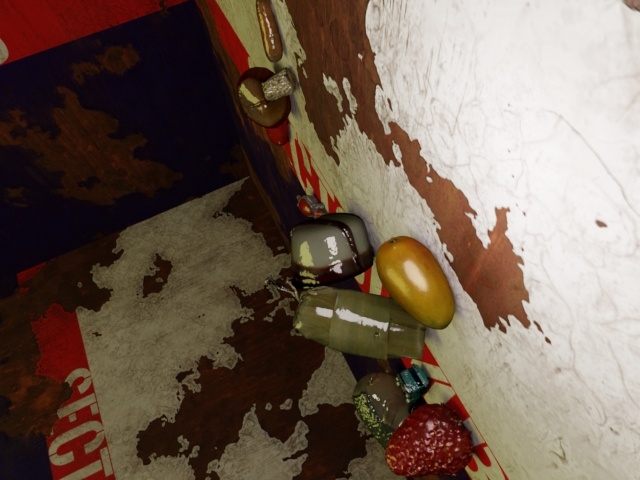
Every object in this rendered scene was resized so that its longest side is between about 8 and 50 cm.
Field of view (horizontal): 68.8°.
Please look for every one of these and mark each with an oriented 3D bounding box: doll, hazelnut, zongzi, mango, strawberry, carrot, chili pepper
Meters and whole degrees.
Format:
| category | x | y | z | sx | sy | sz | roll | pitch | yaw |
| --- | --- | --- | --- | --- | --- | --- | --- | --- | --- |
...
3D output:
| category | x | y | z | sx | sy | sz | roll | pitch | yaw |
| --- | --- | --- | --- | --- | --- | --- | --- | --- | --- |
| doll | -0.039 | -0.136 | 1.920 | 0.227 | 0.075 | 0.102 | 40 | 140 | 48 |
| hazelnut | -0.186 | -0.492 | 1.603 | 0.181 | 0.181 | 0.212 | 0 | 124 | 50 |
| zongzi | 0.057 | 0.223 | 1.370 | 0.418 | 0.447 | 0.181 | 92 | -170 | -83 |
| mango | 0.206 | 0.089 | 1.001 | 0.221 | 0.120 | 0.151 | 55 | 171 | 20 |
| doll | 0.276 | 0.654 | 1.743 | 0.247 | 0.247 | 0.349 | 95 | 152 | -72 |
| strawberry | 0.301 | 0.587 | 1.340 | 0.205 | 0.244 | 0.205 | 63 | 173 | 14 |
| carrot | -0.151 | -0.619 | 1.372 | 0.060 | 0.060 | 0.186 | -127 | 19 | -52 |
| chili pepper | -0.181 | -0.461 | 1.858 | 0.368 | 0.092 | 0.137 | 97 | 158 | -68 |

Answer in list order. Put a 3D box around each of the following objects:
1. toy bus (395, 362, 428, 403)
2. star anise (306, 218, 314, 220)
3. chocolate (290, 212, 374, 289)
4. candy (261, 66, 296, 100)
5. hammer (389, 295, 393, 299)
| category | x | y | z | sx | sy | sz | roll | pitch | yaw |
| --- | --- | --- | --- | --- | --- | --- | --- | --- | --- |
| toy bus | 0.298 | 0.460 | 1.504 | 0.079 | 0.092 | 0.160 | 58 | 174 | 30 |
| star anise | 0.000 | 0.000 | 2.004 | 0.209 | 0.089 | 0.231 | 67 | 168 | 1 |
| chocolate | 0.022 | 0.015 | 1.432 | 0.283 | 0.283 | 0.186 | -161 | 53 | -77 |
| candy | -0.130 | -0.487 | 1.462 | 0.095 | 0.110 | 0.085 | -76 | -37 | -79 |
| hammer | 0.209 | 0.138 | 1.423 | 0.062 | 0.013 | 0.199 | -125 | 14 | -48 |
